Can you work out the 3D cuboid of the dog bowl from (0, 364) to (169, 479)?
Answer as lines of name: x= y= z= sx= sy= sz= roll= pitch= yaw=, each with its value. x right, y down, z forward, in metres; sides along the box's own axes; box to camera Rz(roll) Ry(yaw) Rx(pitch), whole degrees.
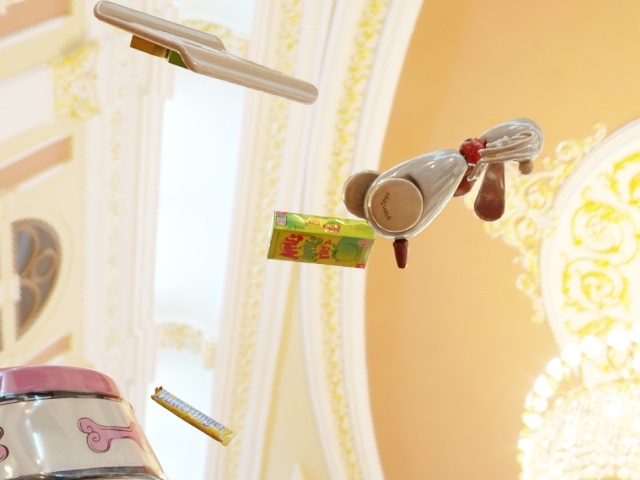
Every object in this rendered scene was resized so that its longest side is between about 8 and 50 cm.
dog bowl: x=-0.395 y=0.277 z=1.209 sx=0.408 sy=0.408 sz=0.150 roll=-38 pitch=-120 yaw=44

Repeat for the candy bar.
candy bar: x=-0.217 y=0.295 z=1.710 sx=0.162 sy=0.040 sz=0.018 roll=32 pitch=-55 yaw=5

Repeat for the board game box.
board game box: x=0.000 y=0.000 z=1.806 sx=0.181 sy=0.043 sz=0.092 roll=6 pitch=-37 yaw=-8

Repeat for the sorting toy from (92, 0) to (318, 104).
sorting toy: x=-0.131 y=-0.204 z=1.134 sx=0.208 sy=0.193 sz=0.038 roll=34 pitch=-72 yaw=42

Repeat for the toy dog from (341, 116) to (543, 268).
toy dog: x=0.203 y=-0.066 z=1.596 sx=0.334 sy=0.220 sz=0.160 roll=-16 pitch=-73 yaw=11
